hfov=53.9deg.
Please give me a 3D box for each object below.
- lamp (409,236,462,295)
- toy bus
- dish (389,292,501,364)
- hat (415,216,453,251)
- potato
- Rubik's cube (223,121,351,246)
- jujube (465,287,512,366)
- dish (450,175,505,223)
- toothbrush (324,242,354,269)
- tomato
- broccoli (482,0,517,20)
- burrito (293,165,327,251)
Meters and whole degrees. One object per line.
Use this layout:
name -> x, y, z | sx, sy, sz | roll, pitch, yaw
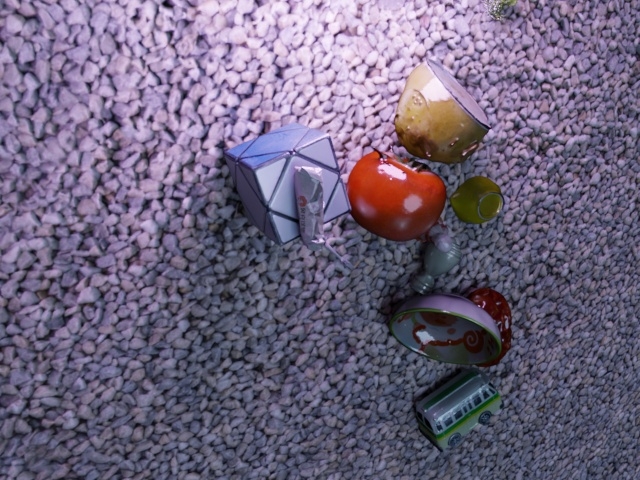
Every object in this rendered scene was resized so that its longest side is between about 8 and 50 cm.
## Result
lamp -> 0.340, 0.073, 1.858 | 0.106, 0.106, 0.193 | 22, 106, -32
toy bus -> 0.452, 0.541, 2.062 | 0.276, 0.134, 0.164 | -31, 120, -15
dish -> 0.373, 0.237, 1.847 | 0.324, 0.324, 0.124 | 43, 52, -33
hat -> 0.323, -0.022, 1.772 | 0.112, 0.162, 0.093 | 12, 105, -27
potato -> 0.292, -0.319, 1.617 | 0.246, 0.299, 0.196 | 41, 116, -16
Rubik's cube -> -0.080, -0.140, 1.487 | 0.205, 0.205, 0.207 | -26, 119, -17
jujube -> 0.516, 0.274, 1.979 | 0.174, 0.174, 0.250 | -15, 116, -23
dish -> 0.490, -0.112, 1.878 | 0.208, 0.080, 0.148 | -3, 110, -26
toothbrush -> 0.000, 0.000, 1.688 | 0.286, 0.025, 0.020 | 41, 86, -32
tomato -> 0.191, -0.116, 1.615 | 0.256, 0.256, 0.224 | 17, 106, -32
broccoli -> 0.478, -0.648, 1.677 | 0.092, 0.097, 0.095 | 6, 144, -18
burrito -> -0.020, -0.071, 1.389 | 0.064, 0.064, 0.203 | -14, 112, -23
